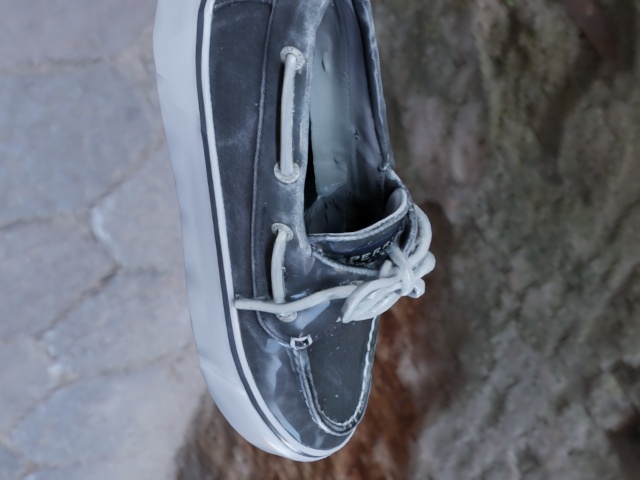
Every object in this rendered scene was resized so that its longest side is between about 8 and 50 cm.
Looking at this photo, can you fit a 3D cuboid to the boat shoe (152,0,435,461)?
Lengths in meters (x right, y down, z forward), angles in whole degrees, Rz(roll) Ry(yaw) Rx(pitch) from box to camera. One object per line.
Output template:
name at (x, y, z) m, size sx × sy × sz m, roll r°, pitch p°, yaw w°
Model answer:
boat shoe at (0.002, -0.003, 0.772) m, size 0.113 × 0.105 × 0.306 m, roll -40°, pitch 135°, yaw -43°
